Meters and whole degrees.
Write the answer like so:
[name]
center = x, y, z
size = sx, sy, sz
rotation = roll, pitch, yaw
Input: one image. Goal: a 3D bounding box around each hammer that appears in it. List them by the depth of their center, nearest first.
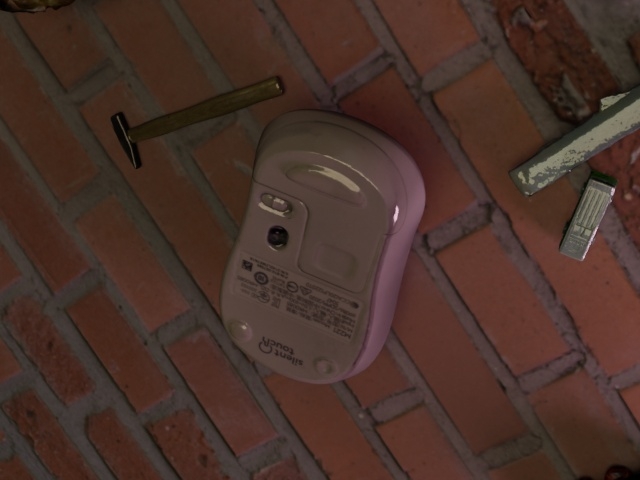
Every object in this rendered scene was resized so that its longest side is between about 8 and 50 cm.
[hammer]
center = -0.126, -0.127, 0.996
size = 0.199, 0.013, 0.062
rotation = -14, 104, 23

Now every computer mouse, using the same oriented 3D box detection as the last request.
[computer mouse]
center = 0.000, 0.000, 0.944
size = 0.184, 0.121, 0.296
rotation = 17, 127, 10

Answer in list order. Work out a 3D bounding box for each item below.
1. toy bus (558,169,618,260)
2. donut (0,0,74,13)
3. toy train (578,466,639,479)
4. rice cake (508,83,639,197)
[toy bus]
center = 0.247, -0.021, 0.895
size = 0.031, 0.037, 0.083
rotation = 22, 115, 11
[donut]
center = -0.284, -0.357, 0.922
size = 0.272, 0.107, 0.272
rotation = 8, 117, 16
[toy train]
center = 0.315, 0.275, 0.974
size = 0.138, 0.050, 0.087
rotation = -28, 102, 25
[rice cake]
center = 0.249, -0.101, 0.869
size = 0.180, 0.030, 0.042
rotation = -35, 92, 25
